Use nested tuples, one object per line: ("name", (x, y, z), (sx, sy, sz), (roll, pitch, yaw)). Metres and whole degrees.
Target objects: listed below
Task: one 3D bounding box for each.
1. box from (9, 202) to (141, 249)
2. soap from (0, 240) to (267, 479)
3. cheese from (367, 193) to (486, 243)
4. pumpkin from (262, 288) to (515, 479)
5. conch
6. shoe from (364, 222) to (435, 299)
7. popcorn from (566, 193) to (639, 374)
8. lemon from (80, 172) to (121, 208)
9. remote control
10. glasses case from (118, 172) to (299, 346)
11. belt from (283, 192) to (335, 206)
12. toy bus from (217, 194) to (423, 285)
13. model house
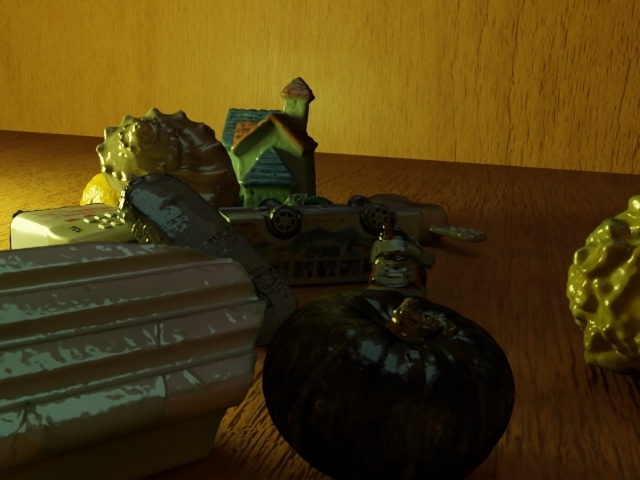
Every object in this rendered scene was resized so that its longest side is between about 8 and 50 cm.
("box", (-0.309, 0.018, 1.186), (0.370, 0.112, 0.190), (15, 16, 40))
("soap", (-0.211, 0.104, 0.660), (0.347, 0.115, 0.208), (-8, 47, -37))
("cheese", (0.210, -0.033, 1.585), (0.287, 0.082, 0.163), (17, 20, 40))
("pumpkin", (0.060, 0.124, 0.694), (0.224, 0.157, 0.223), (11, 19, -4))
("conch", (-0.230, -0.101, 1.339), (0.263, 0.186, 0.324), (52, 7, 28))
("shoe", (0.118, 0.041, 1.141), (0.100, 0.125, 0.227), (7, 12, 8))
("popcorn", (0.409, 0.065, 0.889), (0.250, 0.249, 0.225), (-1, 50, -14))
("lemon", (-0.377, -0.064, 1.465), (0.142, 0.142, 0.187), (-7, 22, -36))
("remote control", (-0.276, -0.020, 1.067), (0.190, 0.029, 0.088), (-19, 24, -38))
("glasses case", (-0.145, 0.021, 1.002), (0.282, 0.067, 0.109), (46, 39, 7))
("belt", (-0.006, -0.036, 1.437), (0.151, 0.079, 0.121), (34, 31, 23))
("toy bus", (0.000, 0.000, 1.262), (0.330, 0.135, 0.109), (-2, 12, -18))
("model house", (-0.119, -0.182, 1.619), (0.252, 0.329, 0.295), (7, 12, 4))
